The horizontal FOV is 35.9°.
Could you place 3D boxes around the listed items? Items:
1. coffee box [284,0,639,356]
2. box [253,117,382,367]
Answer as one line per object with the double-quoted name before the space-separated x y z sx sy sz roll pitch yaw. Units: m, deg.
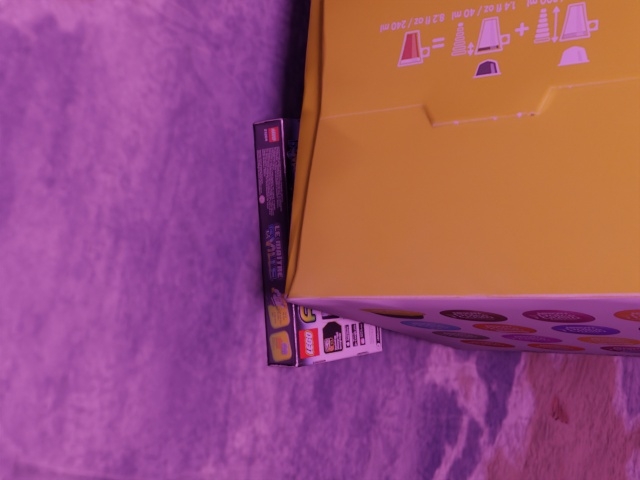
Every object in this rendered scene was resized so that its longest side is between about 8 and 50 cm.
"coffee box" 0.206 -0.087 0.824 0.334 0.337 0.338 21 70 -54
"box" 0.000 0.000 0.859 0.114 0.036 0.207 -3 89 -46
